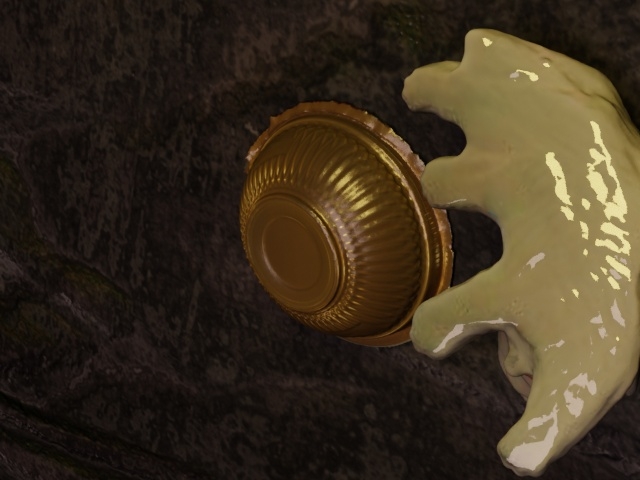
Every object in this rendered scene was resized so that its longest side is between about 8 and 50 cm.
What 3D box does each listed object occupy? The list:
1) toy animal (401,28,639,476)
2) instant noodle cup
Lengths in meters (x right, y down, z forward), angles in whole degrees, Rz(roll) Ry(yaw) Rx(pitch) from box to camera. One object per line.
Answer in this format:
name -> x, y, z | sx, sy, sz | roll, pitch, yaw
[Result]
toy animal -> 0.187, -0.007, 0.996 | 0.308, 0.188, 0.266 | 48, 115, 29
instant noodle cup -> 0.000, 0.000, 1.197 | 0.274, 0.091, 0.274 | 20, 123, 35
